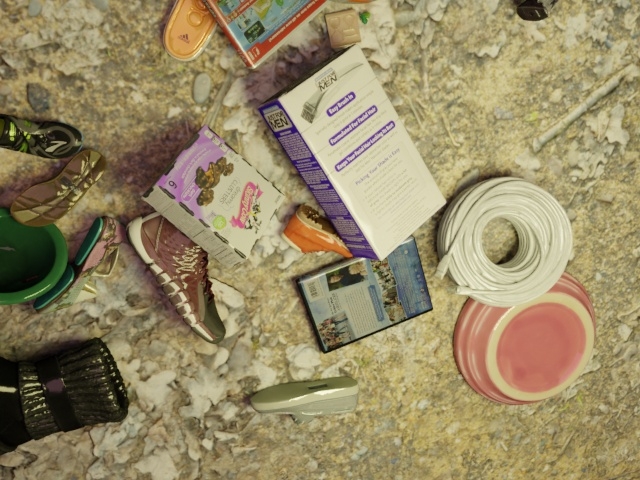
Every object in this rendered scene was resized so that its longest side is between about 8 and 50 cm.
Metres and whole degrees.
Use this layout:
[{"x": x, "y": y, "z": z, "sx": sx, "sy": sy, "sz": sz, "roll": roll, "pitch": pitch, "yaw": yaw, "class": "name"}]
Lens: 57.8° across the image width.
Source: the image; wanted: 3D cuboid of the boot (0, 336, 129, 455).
[{"x": -0.511, "y": 0.229, "z": 1.008, "sx": 0.260, "sy": 0.131, "sz": 0.347, "roll": -17, "pitch": 135, "yaw": -2, "class": "boot"}]

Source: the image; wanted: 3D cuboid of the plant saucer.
[{"x": 0.458, "y": 0.217, "z": 1.258, "sx": 0.333, "sy": 0.084, "sz": 0.331, "roll": -3, "pitch": 105, "yaw": -11, "class": "plant saucer"}]

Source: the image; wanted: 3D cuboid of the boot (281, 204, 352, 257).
[{"x": 0.000, "y": 0.000, "z": 1.130, "sx": 0.158, "sy": 0.059, "sz": 0.084, "roll": 31, "pitch": 116, "yaw": -23, "class": "boot"}]

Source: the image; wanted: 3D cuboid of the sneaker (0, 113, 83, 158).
[{"x": -0.497, "y": -0.173, "z": 0.966, "sx": 0.188, "sy": 0.078, "sz": 0.067, "roll": 8, "pitch": 102, "yaw": -15, "class": "sneaker"}]

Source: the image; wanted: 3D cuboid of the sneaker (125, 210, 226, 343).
[{"x": -0.215, "y": 0.048, "z": 1.069, "sx": 0.163, "sy": 0.106, "sz": 0.281, "roll": -33, "pitch": 108, "yaw": -5, "class": "sneaker"}]

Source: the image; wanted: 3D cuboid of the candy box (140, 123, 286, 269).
[{"x": -0.180, "y": -0.076, "z": 1.014, "sx": 0.196, "sy": 0.070, "sz": 0.164, "roll": 42, "pitch": 51, "yaw": -18, "class": "candy box"}]

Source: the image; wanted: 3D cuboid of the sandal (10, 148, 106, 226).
[{"x": -0.453, "y": -0.091, "z": 1.016, "sx": 0.180, "sy": 0.049, "sz": 0.072, "roll": -45, "pitch": 114, "yaw": -13, "class": "sandal"}]

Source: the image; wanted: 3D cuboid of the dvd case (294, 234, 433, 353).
[{"x": 0.094, "y": 0.111, "z": 1.181, "sx": 0.253, "sy": 0.022, "sz": 0.180, "roll": -21, "pitch": 114, "yaw": -6, "class": "dvd case"}]

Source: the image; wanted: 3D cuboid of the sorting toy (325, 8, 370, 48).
[{"x": 0.054, "y": -0.388, "z": 1.056, "sx": 0.083, "sy": 0.012, "sz": 0.061, "roll": -13, "pitch": 102, "yaw": -4, "class": "sorting toy"}]

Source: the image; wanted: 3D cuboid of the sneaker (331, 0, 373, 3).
[{"x": -0.007, "y": -0.487, "z": 0.924, "sx": 0.321, "sy": 0.125, "sz": 0.179, "roll": -18, "pitch": 104, "yaw": -48, "class": "sneaker"}]

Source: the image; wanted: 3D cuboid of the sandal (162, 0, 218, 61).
[{"x": -0.182, "y": -0.423, "z": 0.965, "sx": 0.102, "sy": 0.076, "sz": 0.265, "roll": 23, "pitch": 99, "yaw": -16, "class": "sandal"}]

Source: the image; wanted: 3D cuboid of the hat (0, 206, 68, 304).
[{"x": -0.575, "y": 0.057, "z": 1.040, "sx": 0.209, "sy": 0.184, "sz": 0.172, "roll": -19, "pitch": 80, "yaw": -35, "class": "hat"}]

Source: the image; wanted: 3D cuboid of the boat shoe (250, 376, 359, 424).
[{"x": -0.028, "y": 0.339, "z": 1.193, "sx": 0.228, "sy": 0.079, "sz": 0.081, "roll": -5, "pitch": 101, "yaw": -13, "class": "boat shoe"}]

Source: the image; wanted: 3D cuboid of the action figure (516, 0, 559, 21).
[{"x": 0.463, "y": -0.531, "z": 1.059, "sx": 0.285, "sy": 0.099, "sz": 0.185, "roll": -44, "pitch": 103, "yaw": -1, "class": "action figure"}]

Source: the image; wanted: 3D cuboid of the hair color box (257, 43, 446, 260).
[{"x": 0.062, "y": -0.151, "z": 1.047, "sx": 0.185, "sy": 0.110, "sz": 0.338, "roll": -40, "pitch": 111, "yaw": -20, "class": "hair color box"}]

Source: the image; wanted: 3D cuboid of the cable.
[{"x": 0.363, "y": 0.004, "z": 1.155, "sx": 0.257, "sy": 0.089, "sz": 0.256, "roll": 16, "pitch": 88, "yaw": -5, "class": "cable"}]

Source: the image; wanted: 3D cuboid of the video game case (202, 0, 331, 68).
[{"x": -0.120, "y": -0.456, "z": 0.934, "sx": 0.204, "sy": 0.025, "sz": 0.285, "roll": -46, "pitch": 123, "yaw": -14, "class": "video game case"}]

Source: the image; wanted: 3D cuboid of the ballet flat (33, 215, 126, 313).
[{"x": -0.424, "y": 0.056, "z": 1.050, "sx": 0.079, "sy": 0.077, "sz": 0.221, "roll": 34, "pitch": 96, "yaw": -40, "class": "ballet flat"}]
